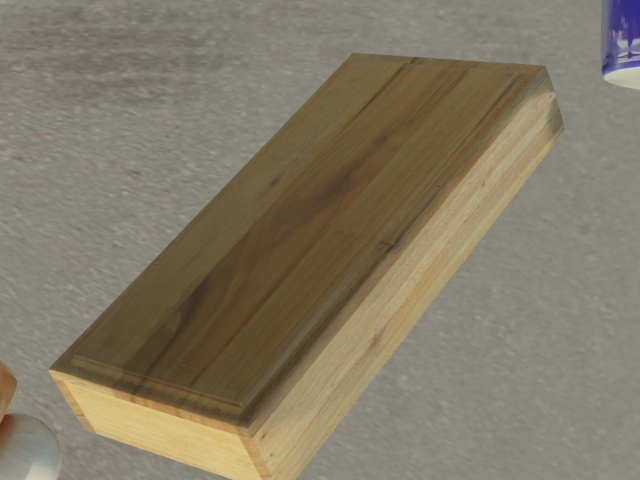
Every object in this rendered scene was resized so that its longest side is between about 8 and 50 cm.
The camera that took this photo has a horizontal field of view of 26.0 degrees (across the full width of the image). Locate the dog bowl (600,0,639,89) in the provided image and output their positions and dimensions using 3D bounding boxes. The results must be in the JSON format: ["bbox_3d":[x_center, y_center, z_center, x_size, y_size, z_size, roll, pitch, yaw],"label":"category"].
[{"bbox_3d":[0.324,-0.157,0.943,0.265,0.265,0.104,3,92,-31],"label":"dog bowl"}]

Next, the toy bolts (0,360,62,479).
[{"bbox_3d":[-0.240,0.150,0.790,0.158,0.218,0.228,33,66,-11],"label":"toy bolts"}]

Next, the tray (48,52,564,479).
[{"bbox_3d":[0.000,0.000,1.079,0.411,0.203,0.076,-50,132,-31],"label":"tray"}]
